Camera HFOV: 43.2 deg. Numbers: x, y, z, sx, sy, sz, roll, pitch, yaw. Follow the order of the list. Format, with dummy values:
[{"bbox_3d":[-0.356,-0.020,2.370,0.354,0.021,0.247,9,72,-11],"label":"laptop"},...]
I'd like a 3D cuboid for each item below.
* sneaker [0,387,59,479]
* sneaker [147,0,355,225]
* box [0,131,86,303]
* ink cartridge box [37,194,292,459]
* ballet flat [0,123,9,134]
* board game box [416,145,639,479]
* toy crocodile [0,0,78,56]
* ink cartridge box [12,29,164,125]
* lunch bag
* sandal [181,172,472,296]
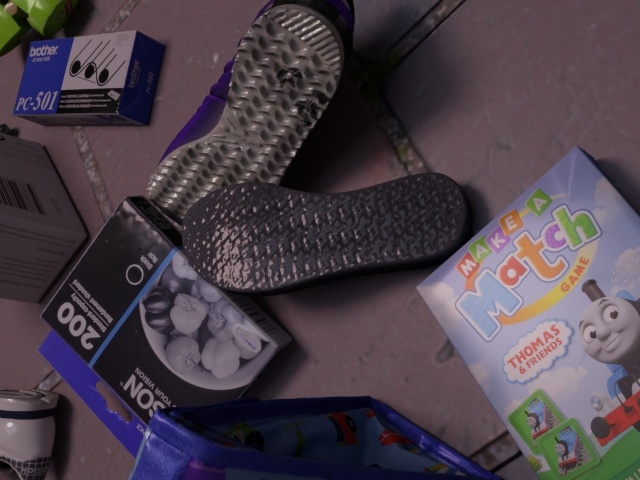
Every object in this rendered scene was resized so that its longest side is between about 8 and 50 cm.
[{"bbox_3d":[-0.388,0.216,0.918,0.235,0.090,0.095,-4,87,39],"label":"sneaker"},{"bbox_3d":[-0.053,-0.122,0.739,0.293,0.102,0.146,-44,18,42],"label":"sneaker"},{"bbox_3d":[-0.395,-0.039,0.918,0.119,0.181,0.182,-48,55,17],"label":"box"},{"bbox_3d":[-0.162,0.101,0.755,0.206,0.045,0.208,42,106,15],"label":"ink cartridge box"},{"bbox_3d":[-0.448,-0.127,1.078,0.114,0.041,0.041,-8,74,36],"label":"ballet flat"},{"bbox_3d":[0.180,0.066,0.546,0.160,0.039,0.212,-44,56,21],"label":"board game box"},{"bbox_3d":[-0.322,-0.369,1.002,0.115,0.105,0.341,37,103,-3],"label":"toy crocodile"},{"bbox_3d":[-0.277,-0.187,0.951,0.207,0.046,0.097,6,82,38],"label":"ink cartridge box"},{"bbox_3d":[-0.040,0.221,0.512,0.138,0.293,0.221,26,95,38],"label":"lunch bag"},{"bbox_3d":[0.000,0.001,0.678,0.254,0.054,0.097,-2,75,20],"label":"sandal"}]
